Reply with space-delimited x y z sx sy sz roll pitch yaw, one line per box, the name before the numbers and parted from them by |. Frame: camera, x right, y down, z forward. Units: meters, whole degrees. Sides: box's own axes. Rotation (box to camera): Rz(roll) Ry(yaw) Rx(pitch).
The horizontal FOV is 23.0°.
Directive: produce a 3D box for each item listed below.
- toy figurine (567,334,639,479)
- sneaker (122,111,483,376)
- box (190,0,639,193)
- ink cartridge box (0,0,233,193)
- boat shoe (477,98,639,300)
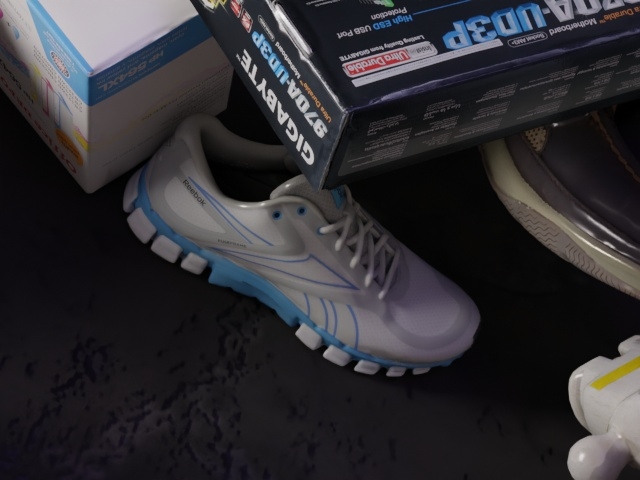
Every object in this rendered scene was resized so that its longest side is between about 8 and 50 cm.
toy figurine | 0.193 0.149 0.659 0.213 0.148 0.209 18 91 -15
sneaker | 0.000 0.000 0.767 0.191 0.083 0.071 26 48 -9
box | 0.055 -0.125 0.685 0.220 0.051 0.175 -18 59 -27
ink cartridge box | -0.101 -0.097 0.757 0.090 0.143 0.092 -34 76 -21
boat shoe | 0.148 -0.084 0.789 0.132 0.130 0.355 3 31 -29
